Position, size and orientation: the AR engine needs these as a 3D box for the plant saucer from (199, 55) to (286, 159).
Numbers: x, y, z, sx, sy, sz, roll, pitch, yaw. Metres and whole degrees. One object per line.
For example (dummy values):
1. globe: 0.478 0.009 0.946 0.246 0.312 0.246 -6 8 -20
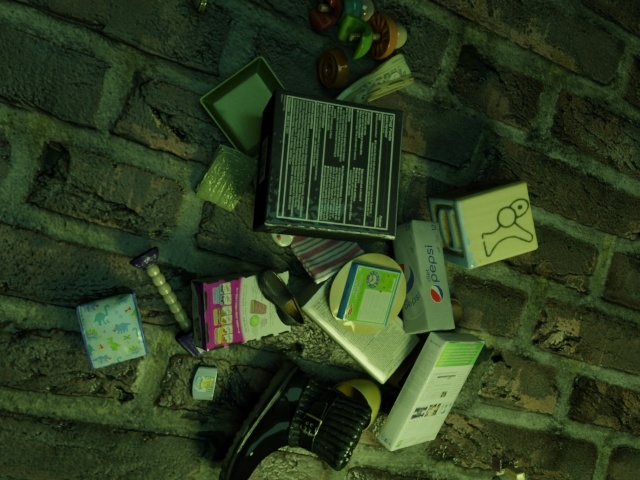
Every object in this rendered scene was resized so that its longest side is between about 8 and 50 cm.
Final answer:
1. plant saucer: -0.163 -0.311 1.333 0.188 0.045 0.188 -39 106 -11

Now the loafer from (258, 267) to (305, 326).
1. loafer: -0.086 0.134 1.309 0.062 0.061 0.170 -47 121 -28

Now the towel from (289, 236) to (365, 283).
1. towel: 0.000 0.000 1.366 0.144 0.029 0.197 -30 63 -13

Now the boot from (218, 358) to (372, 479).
1. boot: -0.060 0.490 1.340 0.260 0.131 0.348 32 83 11

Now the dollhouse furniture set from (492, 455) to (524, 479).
1. dollhouse furniture set: 0.580 0.696 1.645 0.081 0.114 0.090 -2 93 -23

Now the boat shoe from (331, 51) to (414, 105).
1. boat shoe: 0.118 -0.367 1.392 0.285 0.104 0.089 -37 103 -13

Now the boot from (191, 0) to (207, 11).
1. boot: -0.352 -0.611 1.226 0.209 0.076 0.189 1 81 -26

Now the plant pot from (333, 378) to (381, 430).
1. plant pot: 0.106 0.418 1.458 0.095 0.134 0.134 -20 103 -48

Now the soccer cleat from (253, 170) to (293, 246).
1. soccer cleat: -0.114 -0.081 1.353 0.068 0.076 0.196 -20 98 -23

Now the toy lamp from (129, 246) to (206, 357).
1. toy lamp: -0.345 0.150 1.299 0.080 0.080 0.274 -31 101 -14

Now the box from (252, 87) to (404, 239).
1. box: 0.013 -0.153 1.255 0.294 0.183 0.296 6 84 -15

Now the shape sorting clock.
1. shape sorting clock: 0.116 0.130 1.353 0.206 0.040 0.206 -7 106 -24

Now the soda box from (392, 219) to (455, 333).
1. soda box: 0.261 0.094 1.434 0.098 0.091 0.286 3 73 -34

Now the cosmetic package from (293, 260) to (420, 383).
1. cosmetic package: 0.091 0.205 1.432 0.160 0.113 0.309 -47 106 -10

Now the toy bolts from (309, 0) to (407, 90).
1. toy bolts: 0.086 -0.500 1.360 0.159 0.218 0.228 -13 66 -30

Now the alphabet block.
1. alphabet block: 0.424 -0.049 1.468 0.197 0.193 0.192 -15 101 -10

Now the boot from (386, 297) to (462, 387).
1. boot: 0.296 0.284 1.510 0.305 0.115 0.112 -45 105 -11

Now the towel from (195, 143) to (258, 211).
1. towel: -0.221 -0.147 1.314 0.110 0.027 0.148 25 110 -21

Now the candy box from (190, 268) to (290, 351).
1. candy box: -0.185 0.158 1.317 0.234 0.071 0.159 -5 97 -38

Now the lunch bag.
1. lunch bag: -0.467 0.201 1.250 0.129 0.096 0.151 -14 90 -18

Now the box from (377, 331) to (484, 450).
1. box: 0.296 0.391 1.462 0.232 0.058 0.321 13 106 -50

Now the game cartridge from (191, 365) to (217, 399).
1. game cartridge: -0.288 0.352 1.368 0.056 0.017 0.083 9 92 -16
